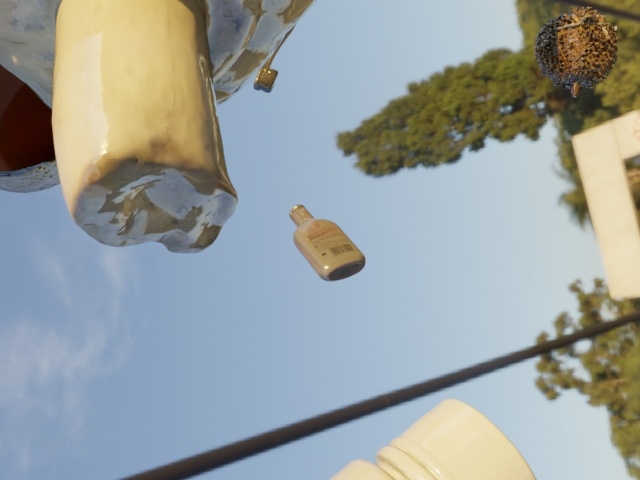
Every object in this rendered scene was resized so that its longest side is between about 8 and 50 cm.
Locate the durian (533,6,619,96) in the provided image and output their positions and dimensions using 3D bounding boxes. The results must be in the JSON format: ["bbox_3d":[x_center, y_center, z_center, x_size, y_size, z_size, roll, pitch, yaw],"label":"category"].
[{"bbox_3d":[0.246,-0.181,0.776,0.080,0.080,0.091,30,-112,-59],"label":"durian"}]

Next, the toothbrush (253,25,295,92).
[{"bbox_3d":[-0.039,-0.364,1.287,0.030,0.030,0.298,98,-167,-72],"label":"toothbrush"}]

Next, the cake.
[{"bbox_3d":[-0.369,-0.155,0.956,0.207,0.178,0.185,30,-102,-15],"label":"cake"}]

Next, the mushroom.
[{"bbox_3d":[-0.119,-0.166,0.546,0.314,0.314,0.336,34,-143,-57],"label":"mushroom"}]

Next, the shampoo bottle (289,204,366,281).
[{"bbox_3d":[0.000,0.000,1.246,0.165,0.079,0.040,49,150,44],"label":"shampoo bottle"}]

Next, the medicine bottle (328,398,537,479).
[{"bbox_3d":[0.047,0.236,0.612,0.236,0.139,0.139,-35,-65,-21],"label":"medicine bottle"}]
